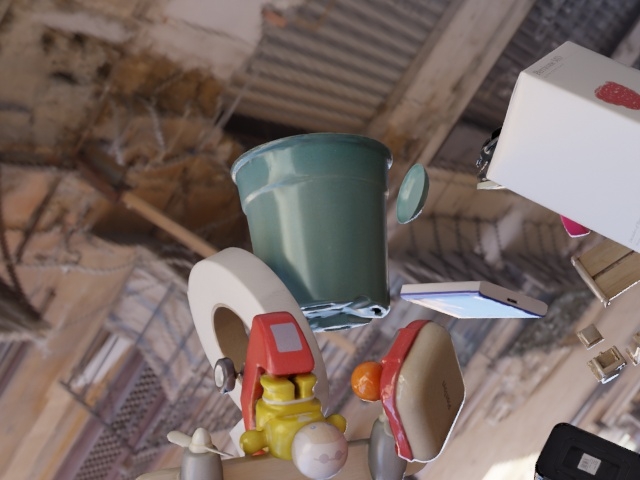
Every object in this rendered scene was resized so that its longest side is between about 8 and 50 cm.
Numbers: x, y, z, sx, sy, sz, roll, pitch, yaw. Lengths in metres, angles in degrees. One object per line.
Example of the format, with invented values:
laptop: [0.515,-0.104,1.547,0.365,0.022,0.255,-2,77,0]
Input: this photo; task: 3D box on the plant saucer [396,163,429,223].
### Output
plant saucer: [0.179,-0.086,2.068,0.021,0.119,0.119,16,-161,-17]

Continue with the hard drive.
hard drive: [0.373,0.148,2.688,0.210,0.040,0.319,19,167,-27]

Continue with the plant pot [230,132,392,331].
plant pot: [0.000,0.000,2.232,0.341,0.341,0.334,15,-117,-50]

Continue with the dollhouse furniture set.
dollhouse furniture set: [0.693,0.118,2.615,0.355,0.303,0.174,58,179,20]

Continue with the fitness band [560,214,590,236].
fitness band: [0.587,-0.141,2.583,0.290,0.054,0.209,-83,-28,-44]

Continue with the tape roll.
tape roll: [-0.127,0.199,2.109,0.072,0.392,0.392,-27,-129,-27]

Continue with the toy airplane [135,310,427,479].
toy airplane: [-0.043,0.353,1.704,0.384,0.386,0.272,43,156,-13]

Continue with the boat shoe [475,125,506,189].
boat shoe: [0.334,-0.149,1.902,0.127,0.113,0.340,-5,179,7]

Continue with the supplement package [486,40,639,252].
supplement package: [0.411,-0.124,1.494,0.293,0.175,0.177,28,-143,21]

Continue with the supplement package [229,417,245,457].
supplement package: [-0.078,0.472,2.470,0.149,0.194,0.203,-20,-107,-29]

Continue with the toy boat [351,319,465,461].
toy boat: [0.115,0.215,1.578,0.151,0.151,0.231,11,140,29]

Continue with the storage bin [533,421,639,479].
storage bin: [0.486,0.424,1.967,0.180,0.122,0.084,22,148,22]
